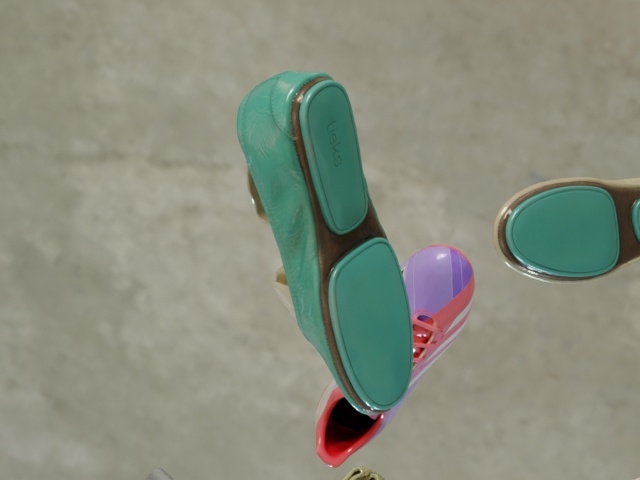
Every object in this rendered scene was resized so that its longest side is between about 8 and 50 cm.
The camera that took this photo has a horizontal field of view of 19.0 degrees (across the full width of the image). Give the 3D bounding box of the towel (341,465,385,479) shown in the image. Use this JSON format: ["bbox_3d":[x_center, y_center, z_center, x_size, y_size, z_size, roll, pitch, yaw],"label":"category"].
[{"bbox_3d":[0.028,0.263,1.793,0.027,0.110,0.148,58,-174,33],"label":"towel"}]

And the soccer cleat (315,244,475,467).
[{"bbox_3d":[0.067,0.109,1.750,0.083,0.095,0.248,30,126,-5],"label":"soccer cleat"}]

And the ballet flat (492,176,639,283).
[{"bbox_3d":[0.226,-0.013,1.528,0.248,0.086,0.086,-5,158,-29],"label":"ballet flat"}]

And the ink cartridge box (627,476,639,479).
[{"bbox_3d":[0.249,0.260,0.997,0.091,0.385,0.308,-29,72,58],"label":"ink cartridge box"}]

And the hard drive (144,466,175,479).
[{"bbox_3d":[-0.087,0.197,1.091,0.135,0.094,0.022,32,167,50],"label":"hard drive"}]

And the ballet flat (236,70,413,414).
[{"bbox_3d":[0.000,0.000,1.299,0.087,0.083,0.247,7,119,46],"label":"ballet flat"}]
